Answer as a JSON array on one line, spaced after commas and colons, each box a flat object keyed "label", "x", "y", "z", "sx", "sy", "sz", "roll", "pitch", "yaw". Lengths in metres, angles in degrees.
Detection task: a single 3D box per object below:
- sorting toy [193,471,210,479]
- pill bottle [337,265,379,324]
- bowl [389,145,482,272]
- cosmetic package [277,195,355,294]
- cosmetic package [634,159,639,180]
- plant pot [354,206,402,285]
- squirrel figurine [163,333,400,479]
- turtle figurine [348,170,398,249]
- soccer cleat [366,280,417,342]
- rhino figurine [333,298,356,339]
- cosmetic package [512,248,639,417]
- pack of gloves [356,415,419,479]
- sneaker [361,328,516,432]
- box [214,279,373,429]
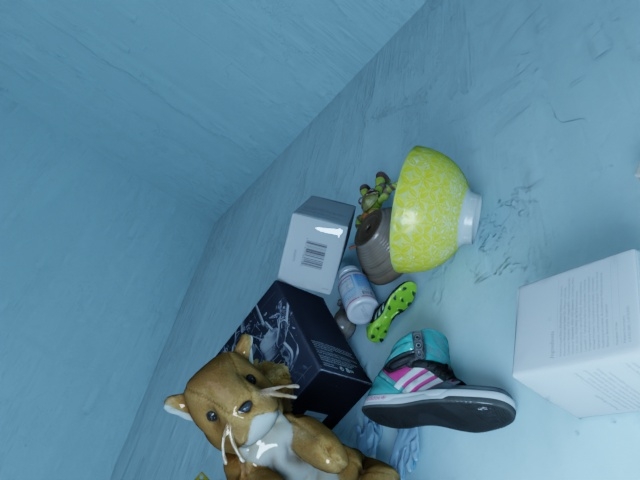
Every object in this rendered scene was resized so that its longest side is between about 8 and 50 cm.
[{"label": "sorting toy", "x": -0.345, "y": 0.777, "z": 1.493, "sx": 0.046, "sy": 0.132, "sz": 0.274, "roll": 117, "pitch": 175, "yaw": -57}, {"label": "pill bottle", "x": 0.094, "y": 0.138, "z": 1.449, "sx": 0.087, "sy": 0.087, "sz": 0.160, "roll": -49, "pitch": 30, "yaw": 20}, {"label": "bowl", "x": 0.268, "y": -0.057, "z": 1.228, "sx": 0.156, "sy": 0.289, "sz": 0.289, "roll": 11, "pitch": 61, "yaw": 21}, {"label": "cosmetic package", "x": 0.000, "y": 0.000, "z": 1.572, "sx": 0.365, "sy": 0.155, "sz": 0.197, "roll": -63, "pitch": -13, "yaw": -78}, {"label": "cosmetic package", "x": 0.554, "y": -0.108, "z": 0.845, "sx": 0.115, "sy": 0.060, "sz": 0.041, "roll": -5, "pitch": 55, "yaw": 63}, {"label": "plant pot", "x": 0.169, "y": -0.008, "z": 1.489, "sx": 0.237, "sy": 0.110, "sz": 0.237, "roll": -47, "pitch": 22, "yaw": 26}, {"label": "squirrel figurine", "x": -0.114, "y": 0.357, "z": 1.003, "sx": 0.281, "sy": 0.370, "sz": 0.397, "roll": -42, "pitch": 15, "yaw": -14}, {"label": "turtle figurine", "x": 0.154, "y": -0.112, "z": 1.691, "sx": 0.269, "sy": 0.087, "sz": 0.217, "roll": -53, "pitch": 16, "yaw": 30}, {"label": "soccer cleat", "x": 0.164, "y": 0.163, "z": 1.327, "sx": 0.179, "sy": 0.060, "sz": 0.072, "roll": -56, "pitch": 19, "yaw": 12}, {"label": "rhino figurine", "x": 0.010, "y": 0.276, "z": 1.484, "sx": 0.243, "sy": 0.073, "sz": 0.106, "roll": -52, "pitch": 19, "yaw": 15}, {"label": "cosmetic package", "x": 0.384, "y": 0.134, "z": 0.749, "sx": 0.184, "sy": 0.151, "sz": 0.151, "roll": -30, "pitch": 34, "yaw": 48}, {"label": "pack of gloves", "x": 0.138, "y": 0.401, "z": 1.091, "sx": 0.195, "sy": 0.046, "sz": 0.232, "roll": -46, "pitch": 14, "yaw": 29}, {"label": "sneaker", "x": 0.222, "y": 0.246, "z": 1.007, "sx": 0.295, "sy": 0.124, "sz": 0.178, "roll": -14, "pitch": 39, "yaw": 42}, {"label": "box", "x": -0.096, "y": 0.338, "z": 1.367, "sx": 0.343, "sy": 0.179, "sz": 0.312, "roll": -52, "pitch": 39, "yaw": 16}]
